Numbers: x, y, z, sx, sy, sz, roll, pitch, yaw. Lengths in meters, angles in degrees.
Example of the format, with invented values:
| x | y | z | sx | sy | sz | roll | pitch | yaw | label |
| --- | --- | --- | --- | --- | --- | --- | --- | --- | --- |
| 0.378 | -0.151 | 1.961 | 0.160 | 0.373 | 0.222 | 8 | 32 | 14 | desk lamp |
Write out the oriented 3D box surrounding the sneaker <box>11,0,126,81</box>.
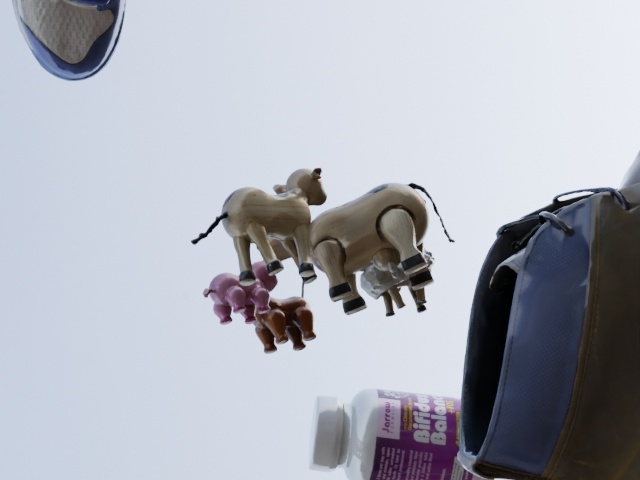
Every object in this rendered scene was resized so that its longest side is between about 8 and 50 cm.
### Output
| x | y | z | sx | sy | sz | roll | pitch | yaw | label |
| --- | --- | --- | --- | --- | --- | --- | --- | --- | --- |
| -0.215 | -0.286 | 0.868 | 0.111 | 0.131 | 0.297 | 2 | -75 | -17 | sneaker |

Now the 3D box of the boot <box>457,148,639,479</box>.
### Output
| x | y | z | sx | sy | sz | roll | pitch | yaw | label |
| --- | --- | --- | --- | --- | --- | --- | --- | --- | --- |
| 0.110 | -0.011 | 0.341 | 0.106 | 0.082 | 0.219 | 8 | -100 | -9 | boot |

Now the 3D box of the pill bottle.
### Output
| x | y | z | sx | sy | sz | roll | pitch | yaw | label |
| --- | --- | --- | --- | --- | --- | --- | --- | --- | --- |
| 0.135 | 0.337 | 1.660 | 0.301 | 0.169 | 0.169 | 7 | -81 | -4 | pill bottle |

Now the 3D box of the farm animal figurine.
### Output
| x | y | z | sx | sy | sz | roll | pitch | yaw | label |
| --- | --- | --- | --- | --- | --- | --- | --- | --- | --- |
| 0.000 | 0.000 | 1.272 | 0.326 | 0.172 | 0.330 | -14 | -23 | -8 | farm animal figurine |
